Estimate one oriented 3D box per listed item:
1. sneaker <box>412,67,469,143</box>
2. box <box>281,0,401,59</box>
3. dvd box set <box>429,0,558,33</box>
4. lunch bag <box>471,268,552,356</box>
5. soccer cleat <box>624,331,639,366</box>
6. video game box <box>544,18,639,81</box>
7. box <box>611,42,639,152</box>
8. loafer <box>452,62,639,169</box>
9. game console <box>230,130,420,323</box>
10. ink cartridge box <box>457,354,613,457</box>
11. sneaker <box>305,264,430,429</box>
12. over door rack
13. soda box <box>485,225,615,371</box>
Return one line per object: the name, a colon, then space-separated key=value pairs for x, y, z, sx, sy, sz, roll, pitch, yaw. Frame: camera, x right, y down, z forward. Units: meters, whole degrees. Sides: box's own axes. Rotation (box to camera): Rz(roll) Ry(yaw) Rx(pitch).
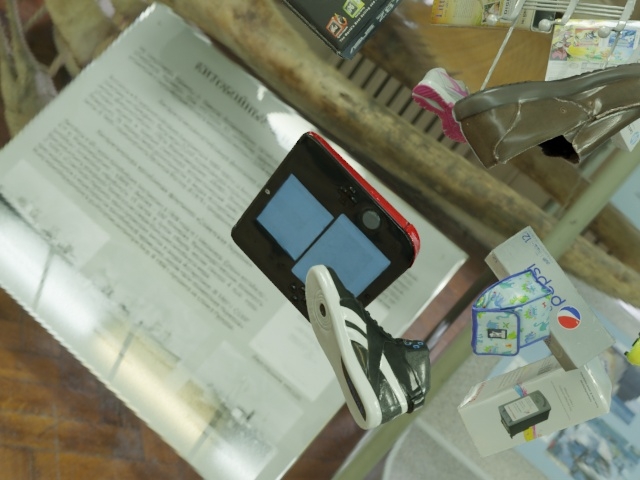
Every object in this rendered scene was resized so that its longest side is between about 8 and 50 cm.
sneaker: x=0.348 y=-0.347 z=1.983 sx=0.252 sy=0.103 sz=0.111 roll=41 pitch=62 yaw=-31
box: x=0.066 y=-0.597 z=1.466 sx=0.318 sy=0.395 sz=0.097 roll=47 pitch=17 yaw=10
dvd box set: x=0.411 y=-0.642 z=1.793 sx=0.062 sy=0.308 sz=0.420 roll=4 pitch=13 yaw=-25
lunch bag: x=0.353 y=0.144 z=1.460 sx=0.151 sy=0.129 sz=0.096 roll=-19 pitch=40 yaw=-10
soccer cleat: x=0.741 y=0.260 z=1.662 sx=0.289 sy=0.093 sz=0.121 roll=25 pitch=15 yaw=-51
video game box: x=0.544 y=-0.340 z=1.495 sx=0.205 sy=0.187 sz=0.048 roll=8 pitch=-21 yaw=21
box: x=0.555 y=-0.264 z=1.329 sx=0.038 sy=0.186 sz=0.145 roll=39 pitch=2 yaw=41
loafer: x=0.378 y=-0.180 z=1.176 sx=0.365 sy=0.130 sz=0.134 roll=-11 pitch=1 yaw=-9
game console: x=0.000 y=0.000 z=1.655 sx=0.342 sy=0.386 sz=0.060 roll=43 pitch=43 yaw=1
ink cartridge box: x=0.494 y=0.358 z=1.770 sx=0.131 sy=0.306 sz=0.226 roll=64 pitch=23 yaw=6
sneaker: x=0.067 y=0.124 z=0.998 sx=0.121 sy=0.079 sz=0.217 roll=-13 pitch=71 yaw=-25
over door rack: x=0.414 y=-0.336 z=1.431 sx=0.239 sy=0.325 sz=0.108 roll=19 pitch=-1 yaw=38
soda box: x=0.459 y=0.119 z=1.571 sx=0.286 sy=0.098 sz=0.091 roll=56 pitch=-7 yaw=12
